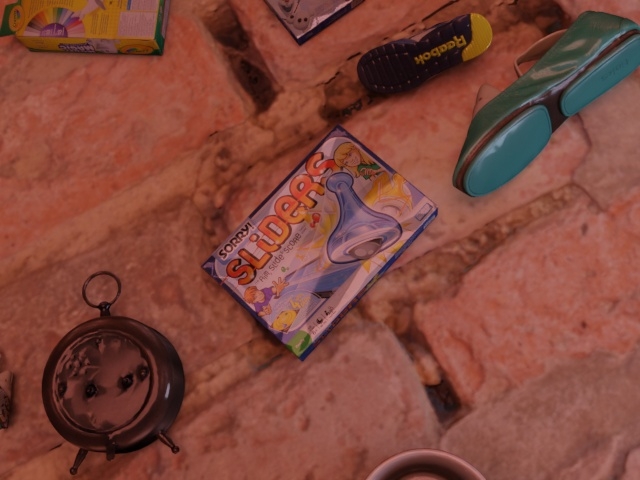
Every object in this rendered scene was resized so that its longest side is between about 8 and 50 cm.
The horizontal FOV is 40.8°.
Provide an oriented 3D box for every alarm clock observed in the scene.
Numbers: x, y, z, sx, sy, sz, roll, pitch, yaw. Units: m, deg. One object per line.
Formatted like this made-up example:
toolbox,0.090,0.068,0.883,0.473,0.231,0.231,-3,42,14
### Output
alarm clock,-0.204,0.120,0.833,0.129,0.064,0.192,-13,71,3

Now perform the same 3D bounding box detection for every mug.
mug,0.104,0.238,0.710,0.150,0.169,0.113,15,77,9

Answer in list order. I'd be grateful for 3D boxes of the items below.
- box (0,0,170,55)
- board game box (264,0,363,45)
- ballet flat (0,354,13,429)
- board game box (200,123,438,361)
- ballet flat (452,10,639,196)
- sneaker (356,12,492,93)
box,-0.259,-0.260,0.949,0.179,0.043,0.105,4,76,5
board game box,-0.013,-0.272,0.937,0.090,0.020,0.090,-35,75,-4
ballet flat,-0.330,0.132,0.854,0.041,0.041,0.114,-38,76,-5
board game box,0.000,0.000,0.855,0.136,0.035,0.201,41,83,14
ballet flat,0.210,-0.140,0.858,0.247,0.083,0.087,-40,51,-5
sneaker,0.108,-0.192,0.890,0.144,0.059,0.053,-16,105,17
